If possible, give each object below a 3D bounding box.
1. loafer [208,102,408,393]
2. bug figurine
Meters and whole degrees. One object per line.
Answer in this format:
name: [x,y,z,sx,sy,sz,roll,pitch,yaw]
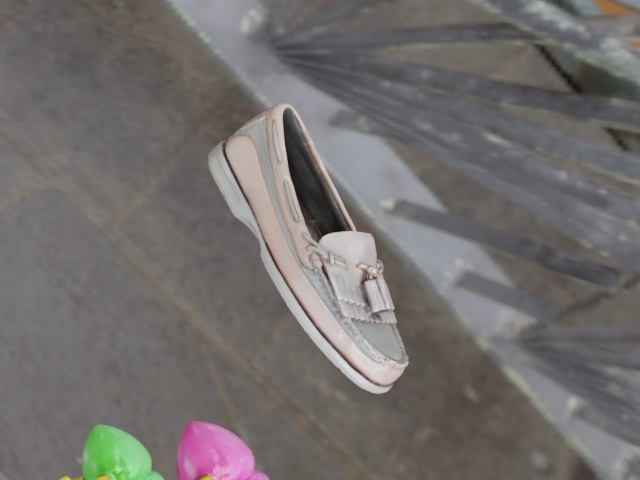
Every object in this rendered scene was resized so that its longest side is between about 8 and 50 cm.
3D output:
loafer: [0.000,0.000,0.740,0.039,0.125,0.045,-44,151,19]
bug figurine: [-0.037,0.181,0.893,0.072,0.279,0.216,-32,98,-25]
